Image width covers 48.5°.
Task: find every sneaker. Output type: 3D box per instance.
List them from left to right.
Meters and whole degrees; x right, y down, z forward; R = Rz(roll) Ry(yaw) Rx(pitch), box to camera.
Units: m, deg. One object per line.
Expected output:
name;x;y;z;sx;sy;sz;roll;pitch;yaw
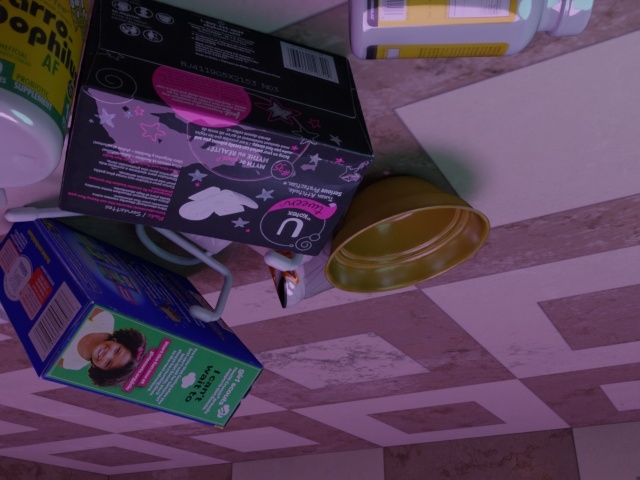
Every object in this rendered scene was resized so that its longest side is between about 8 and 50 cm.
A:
sneaker;0.000;0.000;1.000;0.121;0.099;0.262;-14;156;-18

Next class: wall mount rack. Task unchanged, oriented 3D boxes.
wall mount rack;-0.191;-0.034;0.870;0.304;0.131;0.350;34;140;-20

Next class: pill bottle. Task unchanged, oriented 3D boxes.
pill bottle;-0.237;-0.155;0.529;0.117;0.209;0.118;0;153;0
pill bottle;0.114;-0.199;0.566;0.184;0.103;0.103;-1;154;1

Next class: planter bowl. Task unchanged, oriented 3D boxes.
planter bowl;0.100;-0.021;0.917;0.217;0.090;0.217;-12;152;-6

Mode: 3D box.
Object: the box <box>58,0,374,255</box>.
box;-0.100;-0.104;0.661;0.247;0.163;0.142;11;134;-22

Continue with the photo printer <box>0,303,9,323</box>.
photo printer;-0.633;0.041;1.033;0.307;0.107;0.256;-1;153;2

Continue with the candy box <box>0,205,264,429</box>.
candy box;-0.272;0.112;1.003;0.317;0.268;0.122;31;96;-46

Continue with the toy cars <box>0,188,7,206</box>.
toy cars;-0.436;-0.156;0.658;0.176;0.087;0.393;-44;145;3
